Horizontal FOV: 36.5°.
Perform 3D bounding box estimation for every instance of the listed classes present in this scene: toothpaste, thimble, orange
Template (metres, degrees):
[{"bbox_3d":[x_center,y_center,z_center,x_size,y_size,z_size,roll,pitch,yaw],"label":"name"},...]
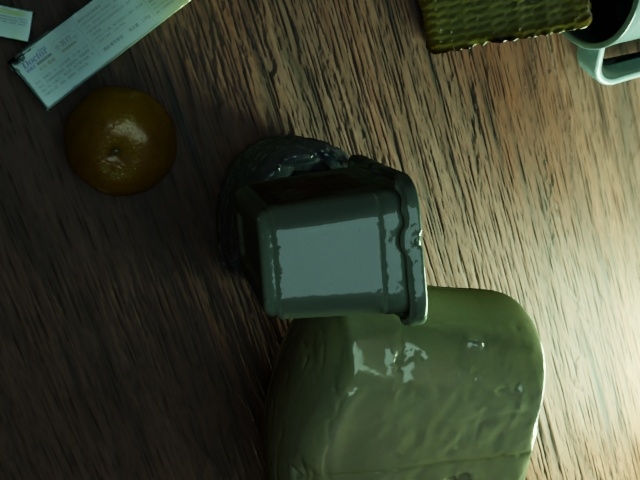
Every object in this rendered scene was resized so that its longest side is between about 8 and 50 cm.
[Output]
[{"bbox_3d":[-0.462,-0.298,1.279,0.164,0.034,0.046,8,98,-21],"label":"toothpaste"},{"bbox_3d":[-0.277,-0.303,1.325,0.313,0.071,0.089,-40,112,-9],"label":"toothpaste"},{"bbox_3d":[-0.045,-0.036,1.404,0.205,0.172,0.236,38,88,-18],"label":"thimble"},{"bbox_3d":[-0.273,-0.138,1.332,0.155,0.134,0.154,0,115,0],"label":"orange"}]

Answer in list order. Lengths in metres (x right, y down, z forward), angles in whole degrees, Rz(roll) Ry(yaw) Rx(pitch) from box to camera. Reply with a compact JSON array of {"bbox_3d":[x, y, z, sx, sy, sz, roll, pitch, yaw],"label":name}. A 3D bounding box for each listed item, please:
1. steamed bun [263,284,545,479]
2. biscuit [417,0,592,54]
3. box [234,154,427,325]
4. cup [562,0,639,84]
[{"bbox_3d":[0.095,0.262,1.440,0.371,0.290,0.455,5,116,-19],"label":"steamed bun"},{"bbox_3d":[0.271,-0.383,1.459,0.255,0.029,0.172,-6,106,16],"label":"biscuit"},{"bbox_3d":[0.000,0.000,1.181,0.183,0.312,0.175,-7,101,-10],"label":"box"},{"bbox_3d":[0.540,-0.417,1.490,0.311,0.257,0.331,-15,103,-18],"label":"cup"}]
